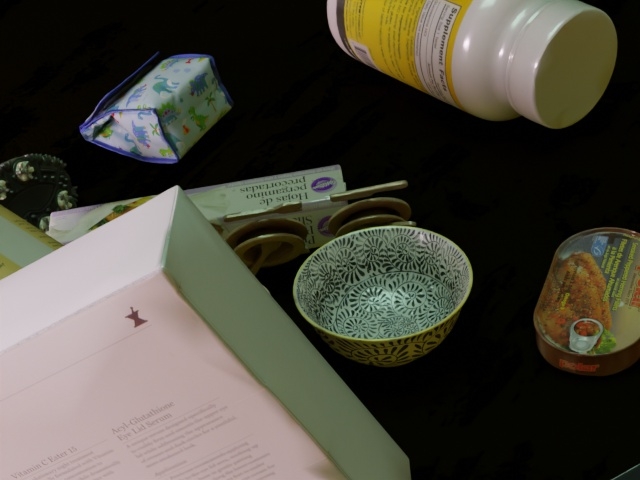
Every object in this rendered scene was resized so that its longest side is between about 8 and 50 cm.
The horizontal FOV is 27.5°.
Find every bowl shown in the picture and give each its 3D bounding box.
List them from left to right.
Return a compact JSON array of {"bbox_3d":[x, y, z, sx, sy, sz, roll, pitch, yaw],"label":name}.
[{"bbox_3d":[0.062,0.067,1.247,0.170,0.080,0.170,-5,37,4],"label":"bowl"}]

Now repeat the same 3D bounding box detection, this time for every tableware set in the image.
[{"bbox_3d":[0.000,0.000,1.335,0.194,0.128,0.039,-11,66,-1],"label":"tableware set"}]

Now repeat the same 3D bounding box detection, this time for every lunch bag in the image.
[{"bbox_3d":[-0.207,-0.166,1.608,0.151,0.096,0.129,4,39,40],"label":"lunch bag"}]

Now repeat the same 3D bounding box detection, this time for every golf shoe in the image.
[{"bbox_3d":[-0.388,-0.017,1.441,0.120,0.105,0.273,-3,25,40],"label":"golf shoe"}]

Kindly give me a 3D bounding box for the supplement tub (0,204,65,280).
[{"bbox_3d":[-0.317,0.083,1.110,0.331,0.241,0.241,32,49,10],"label":"supplement tub"}]

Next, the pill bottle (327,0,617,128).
[{"bbox_3d":[0.178,-0.255,1.554,0.188,0.188,0.334,-32,43,-27],"label":"pill bottle"}]

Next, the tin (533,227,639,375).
[{"bbox_3d":[0.269,0.057,1.253,0.106,0.040,0.189,4,39,24],"label":"tin"}]

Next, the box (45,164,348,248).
[{"bbox_3d":[-0.130,-0.015,1.409,0.324,0.067,0.063,-9,38,0],"label":"box"}]

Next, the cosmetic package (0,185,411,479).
[{"bbox_3d":[-0.169,0.163,0.897,0.377,0.284,0.097,-26,34,20],"label":"cosmetic package"}]

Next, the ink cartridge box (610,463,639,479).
[{"bbox_3d":[0.308,0.243,0.994,0.208,0.045,0.206,-26,41,-19],"label":"ink cartridge box"}]

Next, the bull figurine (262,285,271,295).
[{"bbox_3d":[-0.051,0.153,1.094,0.101,0.188,0.310,-23,31,5],"label":"bull figurine"}]
